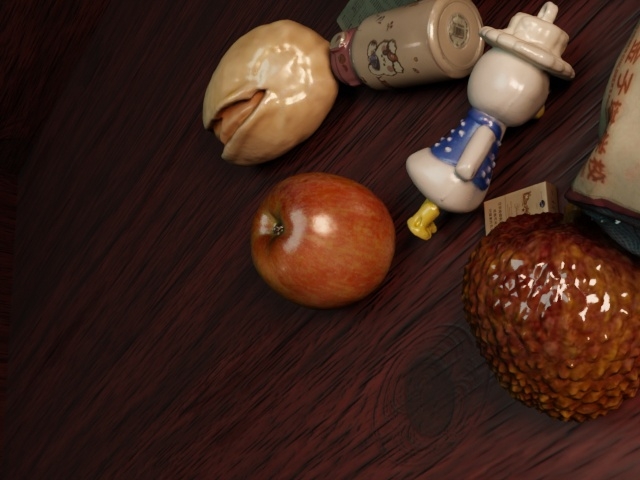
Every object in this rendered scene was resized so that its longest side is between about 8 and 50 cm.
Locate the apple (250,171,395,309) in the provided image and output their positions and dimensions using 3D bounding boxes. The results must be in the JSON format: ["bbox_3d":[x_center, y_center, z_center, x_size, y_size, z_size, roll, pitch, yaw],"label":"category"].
[{"bbox_3d":[0.000,0.000,0.870,0.188,0.173,0.188,-23,61,48],"label":"apple"}]

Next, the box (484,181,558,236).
[{"bbox_3d":[0.225,-0.028,0.719,0.083,0.024,0.053,-18,63,46],"label":"box"}]

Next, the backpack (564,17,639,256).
[{"bbox_3d":[0.328,-0.089,0.374,0.317,0.197,0.284,-135,52,-61],"label":"backpack"}]

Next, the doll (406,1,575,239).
[{"bbox_3d":[0.189,-0.133,0.739,0.293,0.119,0.138,-63,-4,19],"label":"doll"}]

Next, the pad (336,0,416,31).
[{"bbox_3d":[0.124,-0.424,1.017,0.265,0.009,0.160,-50,43,28],"label":"pad"}]

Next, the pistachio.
[{"bbox_3d":[-0.096,-0.241,1.088,0.318,0.214,0.194,-26,99,52],"label":"pistachio"}]

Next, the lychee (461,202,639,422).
[{"bbox_3d":[0.219,0.057,0.570,0.194,0.194,0.195,-23,58,45],"label":"lychee"}]

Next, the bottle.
[{"bbox_3d":[0.107,-0.269,0.894,0.233,0.109,0.110,9,83,52],"label":"bottle"}]
